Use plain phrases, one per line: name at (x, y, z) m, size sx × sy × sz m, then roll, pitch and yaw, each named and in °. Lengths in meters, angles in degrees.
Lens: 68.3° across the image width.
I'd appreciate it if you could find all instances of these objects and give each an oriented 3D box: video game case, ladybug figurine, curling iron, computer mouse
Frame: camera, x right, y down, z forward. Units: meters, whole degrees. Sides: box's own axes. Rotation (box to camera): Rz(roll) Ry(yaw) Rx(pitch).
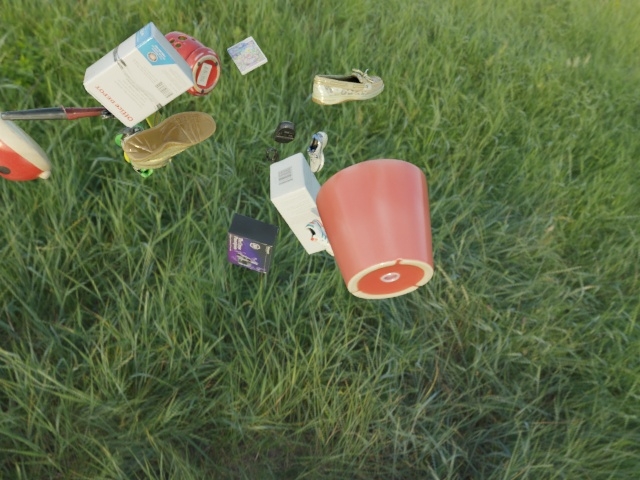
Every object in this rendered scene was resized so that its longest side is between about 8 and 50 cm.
video game case at (-0.224, -0.564, 1.437) m, size 0.087 × 0.011 × 0.122 m, roll -30°, pitch 62°, yaw -2°
ladybug figurine at (-1.159, -0.364, 1.659) m, size 0.449 × 0.305 × 0.162 m, roll 41°, pitch 70°, yaw -6°
curling iron at (-0.599, -0.305, 1.123) m, size 0.273 × 0.035 × 0.068 m, roll -10°, pitch 16°, yaw -31°
computer mouse at (-0.145, -0.350, 1.666) m, size 0.071 × 0.242 × 0.041 m, roll 5°, pitch 66°, yaw -22°

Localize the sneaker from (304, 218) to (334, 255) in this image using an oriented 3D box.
sneaker at (0.000, 0.000, 1.743) m, size 0.075 × 0.057 × 0.161 m, roll -30°, pitch 82°, yaw -46°

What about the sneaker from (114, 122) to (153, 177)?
sneaker at (-0.812, -0.404, 2.121) m, size 0.134 × 0.343 × 0.146 m, roll -37°, pitch 81°, yaw -16°

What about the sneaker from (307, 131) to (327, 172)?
sneaker at (-0.020, -0.284, 1.523) m, size 0.052 × 0.136 × 0.058 m, roll 23°, pitch 27°, yaw 30°

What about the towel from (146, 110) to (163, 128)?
towel at (-0.693, -0.526, 1.934) m, size 0.021 × 0.237 × 0.102 m, roll 2°, pitch 75°, yaw -2°

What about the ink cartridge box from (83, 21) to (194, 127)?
ink cartridge box at (-0.405, -0.367, 1.060) m, size 0.190 × 0.140 × 0.082 m, roll -28°, pitch 50°, yaw 12°

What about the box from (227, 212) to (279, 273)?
box at (-0.275, 0.018, 1.910) m, size 0.184 × 0.261 × 0.103 m, roll 15°, pitch 60°, yaw -2°

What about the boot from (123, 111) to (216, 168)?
boot at (-0.442, -0.289, 1.397) m, size 0.261 × 0.203 × 0.095 m, roll -29°, pitch 97°, yaw -16°

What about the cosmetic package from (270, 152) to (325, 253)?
cosmetic package at (-0.062, -0.144, 1.984) m, size 0.156 × 0.385 × 0.218 m, roll -19°, pitch 50°, yaw 15°

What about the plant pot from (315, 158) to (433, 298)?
plant pot at (0.139, -0.013, 1.098) m, size 0.274 × 0.275 × 0.244 m, roll 0°, pitch 59°, yaw -15°

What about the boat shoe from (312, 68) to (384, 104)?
boat shoe at (0.101, -0.521, 1.576) m, size 0.285 × 0.090 × 0.104 m, roll -23°, pitch 42°, yaw -31°

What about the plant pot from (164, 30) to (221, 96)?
plant pot at (-0.458, -0.612, 1.661) m, size 0.174 × 0.191 × 0.191 m, roll 31°, pitch 46°, yaw 20°
